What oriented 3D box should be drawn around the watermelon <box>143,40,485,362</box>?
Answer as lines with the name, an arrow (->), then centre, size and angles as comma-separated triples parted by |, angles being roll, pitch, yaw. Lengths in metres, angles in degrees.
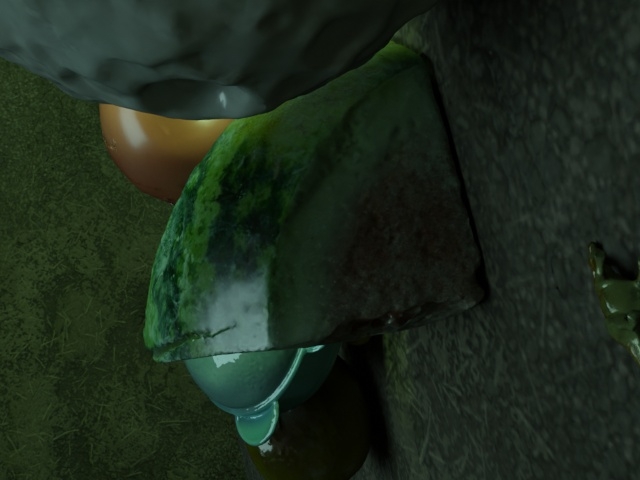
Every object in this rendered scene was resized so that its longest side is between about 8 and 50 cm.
watermelon -> 0.000, 0.000, 0.647 | 0.231, 0.310, 0.193 | 40, 167, -7

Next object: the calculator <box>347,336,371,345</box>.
calculator -> 0.013, 0.000, 0.882 | 0.146, 0.032, 0.235 | 147, 108, -74

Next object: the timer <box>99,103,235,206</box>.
timer -> -0.144, -0.151, 0.951 | 0.215, 0.229, 0.230 | 165, 92, -84

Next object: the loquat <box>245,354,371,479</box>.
loquat -> -0.018, 0.201, 0.938 | 0.152, 0.152, 0.195 | 129, 128, -71

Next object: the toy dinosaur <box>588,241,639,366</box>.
toy dinosaur -> 0.157, 0.039, 0.400 | 0.041, 0.026, 0.113 | 84, 174, -49

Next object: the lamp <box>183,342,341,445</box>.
lamp -> -0.076, 0.065, 0.871 | 0.209, 0.147, 0.284 | -58, 25, 18

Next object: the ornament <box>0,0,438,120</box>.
ornament -> -0.061, -0.227, 0.421 | 0.337, 0.337, 0.337 | 167, 90, -75
